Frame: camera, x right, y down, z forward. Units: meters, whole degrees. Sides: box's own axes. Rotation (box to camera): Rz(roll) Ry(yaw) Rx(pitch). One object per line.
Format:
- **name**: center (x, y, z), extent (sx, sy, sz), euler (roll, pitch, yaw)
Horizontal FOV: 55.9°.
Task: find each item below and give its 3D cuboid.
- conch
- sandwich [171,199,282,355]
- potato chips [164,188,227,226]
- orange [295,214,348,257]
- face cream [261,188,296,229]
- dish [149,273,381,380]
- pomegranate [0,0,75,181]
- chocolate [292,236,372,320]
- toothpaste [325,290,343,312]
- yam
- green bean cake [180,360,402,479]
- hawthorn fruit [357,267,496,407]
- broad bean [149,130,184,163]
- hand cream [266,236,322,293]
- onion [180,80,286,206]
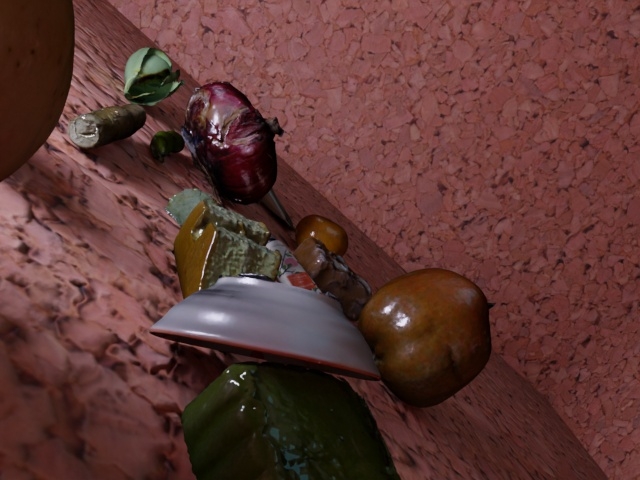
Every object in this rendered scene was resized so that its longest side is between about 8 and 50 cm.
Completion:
- **conch**: center (-0.458, -0.438, 1.653), extent (0.143, 0.137, 0.251), euler (37, 11, -36)
- **sandwich**: center (-0.136, 0.045, 0.873), extent (0.122, 0.128, 0.236), euler (28, 15, -30)
- **potato chips**: center (-0.181, -0.005, 1.122), extent (0.228, 0.059, 0.167), euler (37, 20, -32)
- **orange**: center (0.000, 0.000, 1.665), extent (0.156, 0.124, 0.156), euler (25, 11, -5)
- **face cream**: center (-0.184, -0.166, 1.805), extent (0.341, 0.084, 0.137), euler (51, 1, 8)
- **dish**: center (-0.053, 0.092, 0.682), extent (0.260, 0.086, 0.260), euler (11, -14, 3)
- **pomegranate**: center (-0.332, -0.137, 0.391), extent (0.338, 0.338, 0.338), euler (42, 9, -8)
- **chocolate**: center (0.036, 0.094, 1.475), extent (0.214, 0.093, 0.148), euler (38, 12, -29)
- **toothpaste**: center (0.022, 0.161, 1.279), extent (0.047, 0.040, 0.196), euler (38, 9, -7)
- **yam**: center (-0.394, -0.219, 1.139), extent (0.317, 0.071, 0.067), euler (-95, -179, -74)
- **green bean cake**: center (-0.017, 0.221, 0.562), extent (0.200, 0.113, 0.214), euler (24, 28, -48)
- **hawthorn fruit**: center (0.233, 0.182, 1.254), extent (0.268, 0.300, 0.268), euler (59, -8, 14)
- **broad bean**: center (-0.357, -0.224, 1.398), extent (0.065, 0.046, 0.254), euler (48, 9, -13)
- **hand cream**: center (-0.062, 0.074, 1.277), extent (0.080, 0.050, 0.234), euler (-9, 42, -32)
- **onion**: center (-0.206, -0.243, 1.469), extent (0.314, 0.232, 0.314), euler (56, -13, 20)
